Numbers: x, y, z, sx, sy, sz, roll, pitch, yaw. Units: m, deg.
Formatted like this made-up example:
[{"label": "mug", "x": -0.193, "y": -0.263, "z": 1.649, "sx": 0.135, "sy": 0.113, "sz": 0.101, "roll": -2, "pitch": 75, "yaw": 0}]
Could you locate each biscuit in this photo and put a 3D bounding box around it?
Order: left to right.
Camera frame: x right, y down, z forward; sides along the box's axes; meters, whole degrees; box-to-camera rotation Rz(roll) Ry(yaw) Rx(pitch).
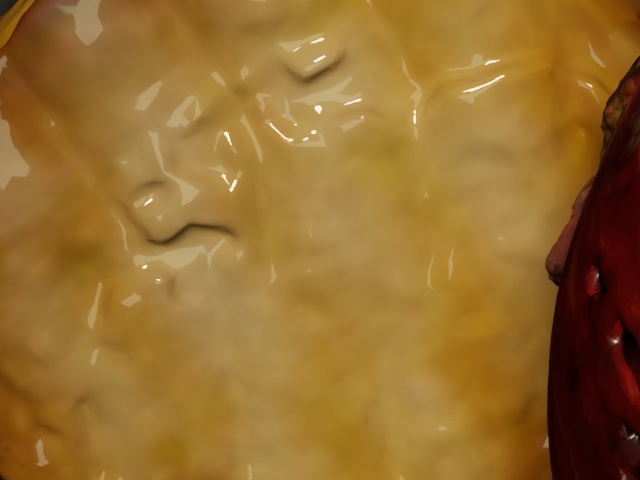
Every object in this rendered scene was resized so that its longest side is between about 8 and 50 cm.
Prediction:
[{"label": "biscuit", "x": 0.000, "y": 0.000, "z": 0.616, "sx": 0.296, "sy": 0.102, "sz": 0.296, "roll": -4, "pitch": 118, "yaw": -7}]

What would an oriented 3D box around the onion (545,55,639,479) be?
[{"label": "onion", "x": 0.218, "y": 0.038, "z": 0.472, "sx": 0.341, "sy": 0.341, "sz": 0.341, "roll": -1, "pitch": 116, "yaw": -2}]
